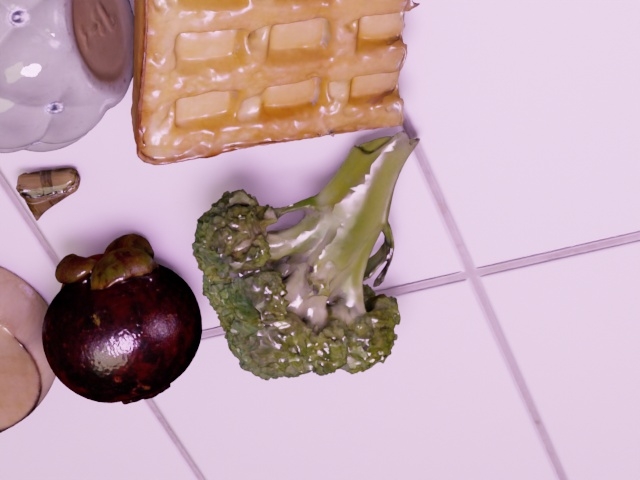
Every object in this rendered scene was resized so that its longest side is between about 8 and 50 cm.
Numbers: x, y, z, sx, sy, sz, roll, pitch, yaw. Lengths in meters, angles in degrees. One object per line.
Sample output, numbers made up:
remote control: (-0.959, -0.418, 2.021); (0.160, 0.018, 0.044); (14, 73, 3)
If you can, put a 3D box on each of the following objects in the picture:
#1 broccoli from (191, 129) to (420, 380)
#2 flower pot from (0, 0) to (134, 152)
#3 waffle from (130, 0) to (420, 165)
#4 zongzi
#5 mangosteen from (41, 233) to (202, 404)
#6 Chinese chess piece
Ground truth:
broccoli: (-0.029, 0.014, 1.639); (0.254, 0.186, 0.302); (-3, 102, -14)
flower pot: (-0.305, -0.207, 1.435); (0.195, 0.246, 0.246); (-3, 130, 22)
waffle: (-0.049, -0.242, 1.396); (0.304, 0.077, 0.348); (-9, 132, -16)
zongzi: (-0.321, -0.052, 1.703); (0.076, 0.040, 0.083); (-6, 141, 5)
mangosteen: (-0.247, 0.101, 1.723); (0.209, 0.210, 0.210); (4, 130, 5)
Chinese chess piece: (-0.469, 0.139, 1.839); (0.257, 0.104, 0.257); (4, 131, 5)
